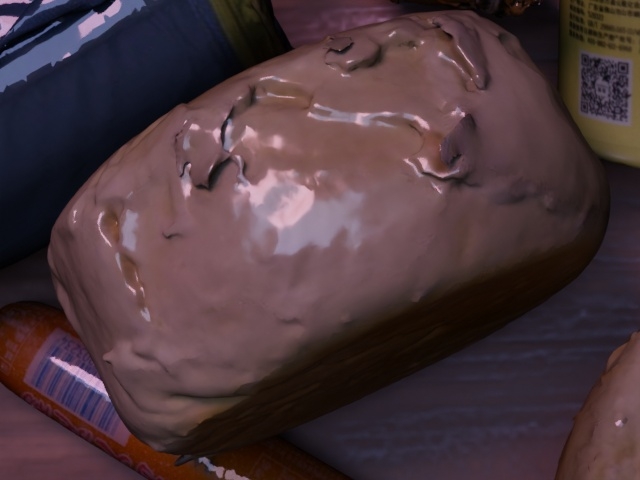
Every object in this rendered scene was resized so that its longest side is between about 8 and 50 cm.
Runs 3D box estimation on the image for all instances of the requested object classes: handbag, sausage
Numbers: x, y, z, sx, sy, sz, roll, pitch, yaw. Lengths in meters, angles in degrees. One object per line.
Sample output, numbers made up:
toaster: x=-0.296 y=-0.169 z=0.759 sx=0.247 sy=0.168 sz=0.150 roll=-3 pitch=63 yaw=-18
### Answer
handbag: x=-0.168 y=-0.127 z=0.811 sx=0.241 sy=0.222 sz=0.263 roll=-29 pitch=82 yaw=1
sausage: x=-0.031 y=0.122 z=0.848 sx=0.348 sy=0.053 sz=0.053 roll=29 pitch=90 yaw=11

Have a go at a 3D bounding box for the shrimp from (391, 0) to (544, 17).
shrimp: x=0.071 y=-0.129 z=0.792 sx=0.091 sy=0.184 sz=0.043 roll=0 pitch=102 yaw=-9

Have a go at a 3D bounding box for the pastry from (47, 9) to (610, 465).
pastry: x=0.002 y=-0.001 z=0.756 sx=0.265 sy=0.265 sz=0.133 roll=-28 pitch=81 yaw=6

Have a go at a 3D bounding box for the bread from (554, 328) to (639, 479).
bread: x=0.232 y=0.148 z=0.724 sx=0.306 sy=0.159 sz=0.305 roll=3 pitch=64 yaw=-7

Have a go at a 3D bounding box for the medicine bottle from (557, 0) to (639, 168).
medicine bottle: x=0.167 y=-0.157 z=0.764 sx=0.124 sy=0.124 sz=0.239 roll=1 pitch=111 yaw=10
